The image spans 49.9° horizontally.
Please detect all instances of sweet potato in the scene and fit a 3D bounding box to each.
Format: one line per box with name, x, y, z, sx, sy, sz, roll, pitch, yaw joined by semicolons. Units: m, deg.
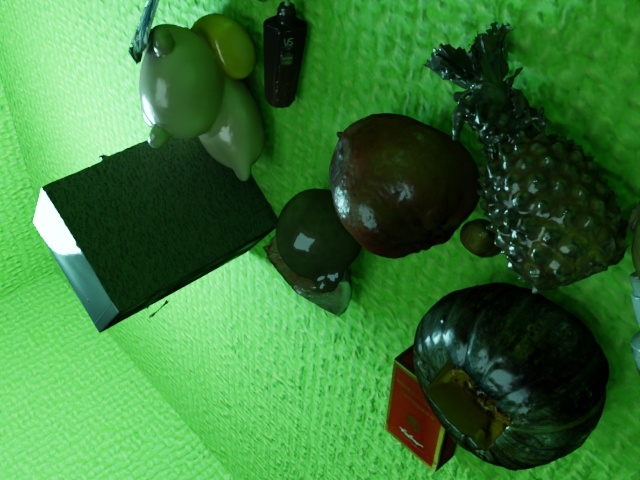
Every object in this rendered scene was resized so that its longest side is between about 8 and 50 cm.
sweet potato;0.240;-0.003;1.032;0.058;0.055;0.202;63;-167;14

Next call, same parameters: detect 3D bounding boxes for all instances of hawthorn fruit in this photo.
hawthorn fruit;0.111;-0.101;1.074;0.261;0.224;0.224;57;150;28

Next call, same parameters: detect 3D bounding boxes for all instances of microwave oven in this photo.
microwave oven;-0.380;-0.047;1.586;0.374;0.432;0.236;57;148;2

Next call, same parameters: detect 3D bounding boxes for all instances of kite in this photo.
kite;-0.324;-0.478;1.340;0.406;0.014;0.369;-43;38;50

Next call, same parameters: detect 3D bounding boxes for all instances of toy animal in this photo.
toy animal;-0.277;-0.291;1.418;0.277;0.246;0.345;29;137;40

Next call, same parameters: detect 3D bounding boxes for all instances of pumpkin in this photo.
pumpkin;0.287;0.211;1.090;0.320;0.192;0.321;36;140;37

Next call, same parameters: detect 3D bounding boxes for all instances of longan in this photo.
longan;0.000;0.000;1.341;0.184;0.159;0.205;-7;91;45

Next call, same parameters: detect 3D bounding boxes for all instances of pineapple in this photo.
pineapple;0.268;-0.114;0.910;0.175;0.175;0.361;-36;73;58

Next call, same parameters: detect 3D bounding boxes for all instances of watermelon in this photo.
watermelon;-0.006;0.069;1.492;0.231;0.128;0.146;47;176;39

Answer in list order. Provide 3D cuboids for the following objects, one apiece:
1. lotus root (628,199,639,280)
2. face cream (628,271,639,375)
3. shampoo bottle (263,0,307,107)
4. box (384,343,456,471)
lotus root;0.470;0.063;0.771;0.303;0.130;0.146;47;147;19
face cream;0.459;0.149;0.887;0.101;0.101;0.252;-12;104;57
shampoo bottle;-0.064;-0.353;1.247;0.067;0.068;0.236;41;146;26
box;0.216;0.349;1.423;0.153;0.074;0.240;32;138;31
